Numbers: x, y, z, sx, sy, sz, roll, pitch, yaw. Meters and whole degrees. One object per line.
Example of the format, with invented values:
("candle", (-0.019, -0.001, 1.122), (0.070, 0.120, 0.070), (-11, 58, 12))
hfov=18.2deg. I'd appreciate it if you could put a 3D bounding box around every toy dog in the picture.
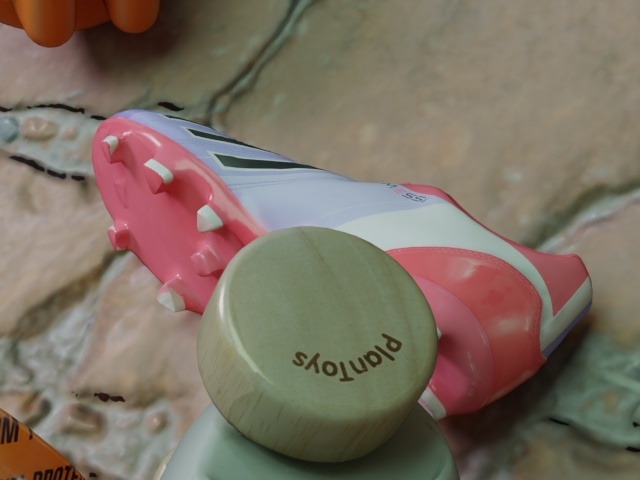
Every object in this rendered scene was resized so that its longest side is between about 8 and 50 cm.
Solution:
("toy dog", (-0.001, 0.166, 0.676), (0.161, 0.220, 0.334), (17, 69, -3))

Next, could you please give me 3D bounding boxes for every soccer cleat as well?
("soccer cleat", (0.000, 0.000, 0.853), (0.095, 0.083, 0.248), (-27, 38, -36))

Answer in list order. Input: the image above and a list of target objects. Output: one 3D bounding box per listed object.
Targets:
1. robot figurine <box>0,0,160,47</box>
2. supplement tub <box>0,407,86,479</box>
("robot figurine", (-0.143, -0.193, 1.004), (0.158, 0.128, 0.219), (-36, 49, 13))
("supplement tub", (-0.225, 0.207, 0.709), (0.207, 0.207, 0.338), (13, 63, 30))
